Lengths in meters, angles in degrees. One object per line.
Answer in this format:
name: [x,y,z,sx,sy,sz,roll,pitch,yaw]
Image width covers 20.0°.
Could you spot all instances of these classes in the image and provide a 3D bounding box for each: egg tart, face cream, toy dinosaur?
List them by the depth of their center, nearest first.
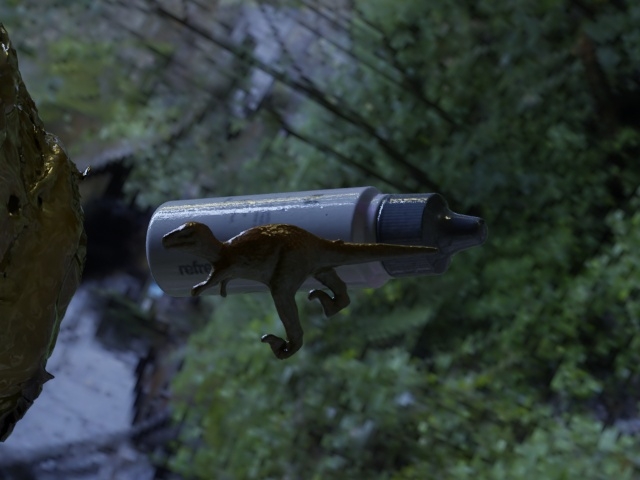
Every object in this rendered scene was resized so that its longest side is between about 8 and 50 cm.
egg tart: [-0.229,0.020,1.009,0.352,0.150,0.352,-47,30,38]
toy dinosaur: [-0.016,0.004,1.276,0.162,0.126,0.039,-35,19,2]
face cream: [0.000,0.000,1.587,0.311,0.092,0.092,-3,66,26]
